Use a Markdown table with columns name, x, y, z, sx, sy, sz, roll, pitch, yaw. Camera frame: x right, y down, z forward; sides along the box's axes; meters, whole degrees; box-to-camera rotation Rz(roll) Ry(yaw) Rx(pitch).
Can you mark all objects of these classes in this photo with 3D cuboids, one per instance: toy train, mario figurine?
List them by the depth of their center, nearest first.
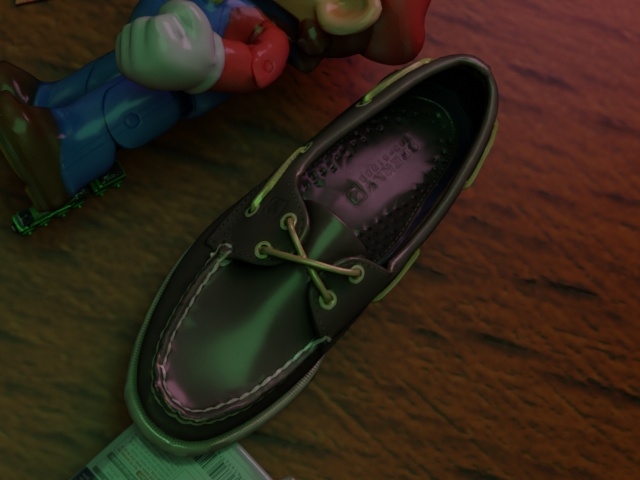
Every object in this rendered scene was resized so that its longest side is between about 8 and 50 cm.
| name | x | y | z | sx | sy | sz | roll | pitch | yaw |
| --- | --- | --- | --- | --- | --- | --- | --- | --- | --- |
| mario figurine | -0.073 | -0.159 | 1.095 | 0.320 | 0.170 | 0.198 | -29 | 58 | -6 |
| toy train | -0.164 | -0.028 | 1.135 | 0.083 | 0.024 | 0.017 | -29 | 86 | -16 |

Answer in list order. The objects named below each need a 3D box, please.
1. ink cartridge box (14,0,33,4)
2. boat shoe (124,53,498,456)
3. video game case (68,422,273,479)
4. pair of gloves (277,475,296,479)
| name | x | y | z | sx | sy | sz | roll | pitch | yaw |
| --- | --- | --- | --- | --- | --- | --- | --- | --- | --- |
| ink cartridge box | -0.189 | -0.221 | 1.167 | 0.063 | 0.029 | 0.115 | -14 | 81 | -15 |
| boat shoe | 0.000 | 0.000 | 1.099 | 0.116 | 0.097 | 0.324 | 44 | 63 | 1 |
| video game case | -0.086 | 0.219 | 1.062 | 0.183 | 0.023 | 0.201 | -41 | 81 | -14 |
| pair of gloves | -0.066 | 0.275 | 1.080 | 0.204 | 0.042 | 0.240 | -21 | 77 | -9 |
